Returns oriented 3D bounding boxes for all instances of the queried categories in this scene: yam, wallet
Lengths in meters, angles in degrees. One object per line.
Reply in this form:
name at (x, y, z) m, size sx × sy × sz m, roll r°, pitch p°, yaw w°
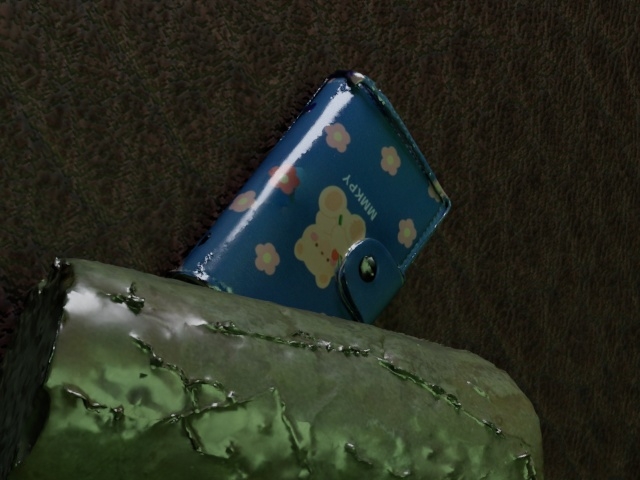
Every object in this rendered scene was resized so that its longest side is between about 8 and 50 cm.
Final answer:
yam at (-0.040, 0.113, 0.756) m, size 0.304 × 0.168 × 0.168 m, roll 16°, pitch 77°, yaw -29°
wallet at (0.001, 0.000, 0.903) m, size 0.202 × 0.059 × 0.141 m, roll -54°, pitch 124°, yaw -31°
